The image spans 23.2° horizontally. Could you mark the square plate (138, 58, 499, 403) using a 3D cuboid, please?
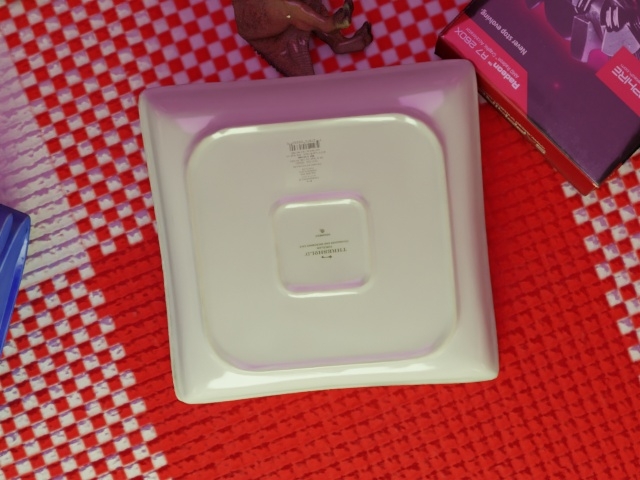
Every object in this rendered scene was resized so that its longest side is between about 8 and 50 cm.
[{"bbox_3d":[0.000,0.000,1.603,0.347,0.049,0.344,-5,104,4],"label":"square plate"}]

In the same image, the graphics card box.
[{"bbox_3d":[0.326,-0.257,1.612,0.371,0.094,0.233,-45,85,1],"label":"graphics card box"}]

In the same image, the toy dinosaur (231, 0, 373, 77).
[{"bbox_3d":[-0.056,-0.276,1.632,0.200,0.127,0.295,0,104,14],"label":"toy dinosaur"}]

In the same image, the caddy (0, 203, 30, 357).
[{"bbox_3d":[-0.423,0.081,1.581,0.179,0.241,0.341,15,89,-2],"label":"caddy"}]
